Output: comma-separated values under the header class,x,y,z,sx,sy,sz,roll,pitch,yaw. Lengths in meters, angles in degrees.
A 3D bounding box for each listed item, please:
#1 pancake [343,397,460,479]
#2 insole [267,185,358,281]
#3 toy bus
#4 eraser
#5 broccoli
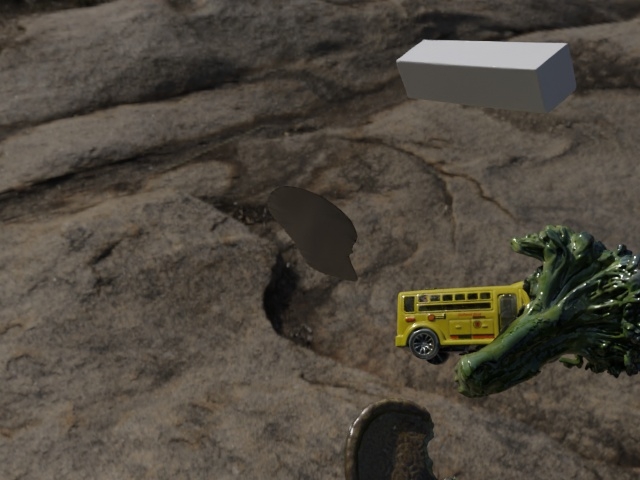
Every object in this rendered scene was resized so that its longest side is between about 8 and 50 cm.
class,x,y,z,sx,sy,sz,roll,pitch,yaw
pancake,0.183,0.487,1.365,0.286,0.033,0.288,21,60,-4
insole,0.000,0.000,0.784,0.109,0.322,0.007,17,74,14
toy bus,0.321,0.163,1.247,0.330,0.144,0.152,-5,73,21
eraser,0.255,-0.269,1.025,0.076,0.078,0.298,-39,34,-20
broccoli,0.285,0.079,0.787,0.275,0.198,0.177,-5,-3,-16
